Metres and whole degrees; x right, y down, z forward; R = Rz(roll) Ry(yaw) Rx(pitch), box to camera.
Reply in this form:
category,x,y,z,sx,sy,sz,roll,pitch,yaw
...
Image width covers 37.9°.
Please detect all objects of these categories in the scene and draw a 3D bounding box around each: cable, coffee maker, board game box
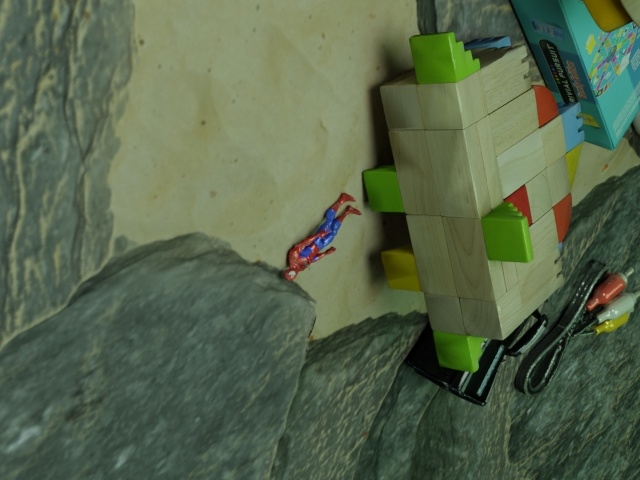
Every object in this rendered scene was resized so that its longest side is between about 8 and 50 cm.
category,x,y,z,sx,sy,sz,roll,pitch,yaw
cable,0.433,0.143,1.553,0.287,0.072,0.140,-39,131,-27
coffee maker,0.196,0.113,1.245,0.171,0.120,0.178,32,85,-24
board game box,0.377,-0.315,1.208,0.254,0.079,0.336,-56,142,-9

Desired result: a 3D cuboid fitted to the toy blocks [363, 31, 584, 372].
category,x,y,z,sx,sy,sz,roll,pitch,yaw
toy blocks,0.208,-0.078,1.069,0.261,0.190,0.382,-33,117,-42

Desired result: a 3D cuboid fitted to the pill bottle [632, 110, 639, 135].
category,x,y,z,sx,sy,sz,roll,pitch,yaw
pill bottle,0.688,-0.201,1.379,0.224,0.392,0.224,-28,131,-37

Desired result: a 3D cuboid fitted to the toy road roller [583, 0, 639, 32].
category,x,y,z,sx,sy,sz,roll,pitch,yaw
toy road roller,0.343,-0.402,0.958,0.330,0.202,0.240,59,40,-9

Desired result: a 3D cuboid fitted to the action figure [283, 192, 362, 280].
category,x,y,z,sx,sy,sz,roll,pitch,yaw
action figure,0.000,0.000,1.002,0.115,0.030,0.038,-47,145,-17
